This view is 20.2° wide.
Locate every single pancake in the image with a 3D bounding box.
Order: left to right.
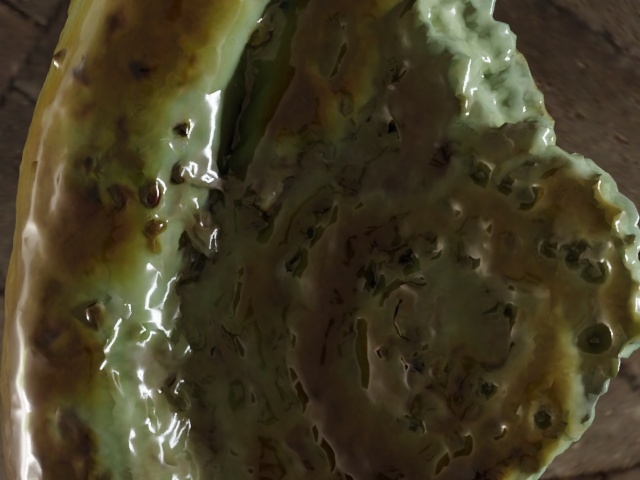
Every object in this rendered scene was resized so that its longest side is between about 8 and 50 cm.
[{"bbox_3d":[-0.003,0.000,0.492,0.197,0.054,0.376,10,93,20],"label":"pancake"}]
